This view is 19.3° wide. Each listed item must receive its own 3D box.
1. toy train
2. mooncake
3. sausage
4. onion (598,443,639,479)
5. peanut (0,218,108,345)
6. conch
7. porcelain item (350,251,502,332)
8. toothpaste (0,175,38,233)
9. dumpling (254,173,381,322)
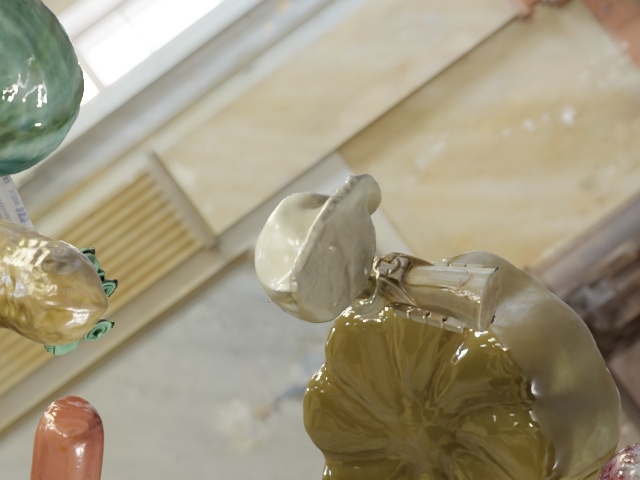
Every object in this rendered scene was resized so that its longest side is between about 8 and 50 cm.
[{"bbox_3d":[-0.306,0.077,2.300,0.070,0.099,0.172,54,153,23],"label":"toy train"},{"bbox_3d":[0.162,0.211,2.264,0.378,0.378,0.201,54,-142,9],"label":"mooncake"},{"bbox_3d":[-0.221,0.205,1.633,0.062,0.062,0.154,55,145,41],"label":"sausage"},{"bbox_3d":[0.347,0.325,2.011,0.098,0.151,0.206,-37,-56,-52],"label":"onion"},{"bbox_3d":[-0.266,0.037,1.644,0.108,0.095,0.226,1,-169,-42],"label":"peanut"},{"bbox_3d":[-0.296,-0.132,1.485,0.220,0.195,0.277,15,-158,0],"label":"conch"},{"bbox_3d":[0.073,0.044,1.908,0.213,0.084,0.054,9,133,22],"label":"porcelain item"},{"bbox_3d":[-0.382,-0.066,1.955,0.099,0.068,0.282,11,147,17],"label":"toothpaste"},{"bbox_3d":[0.001,0.000,1.794,0.092,0.150,0.176,25,-174,34],"label":"dumpling"}]
